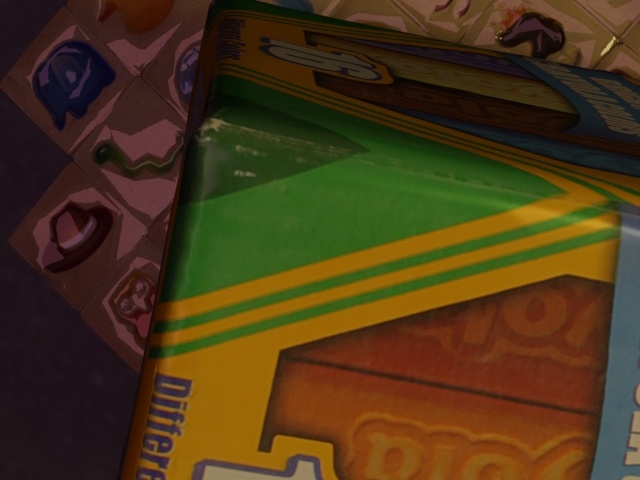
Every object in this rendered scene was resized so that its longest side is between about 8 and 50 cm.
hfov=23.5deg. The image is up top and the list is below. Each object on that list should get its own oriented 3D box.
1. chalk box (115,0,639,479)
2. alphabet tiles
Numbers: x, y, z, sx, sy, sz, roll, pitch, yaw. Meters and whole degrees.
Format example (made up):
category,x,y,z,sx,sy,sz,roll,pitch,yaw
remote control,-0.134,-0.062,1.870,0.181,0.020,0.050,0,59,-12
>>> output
category,x,y,z,sx,sy,sz,roll,pitch,yaw
chalk box,0.093,0.057,0.423,0.289,0.179,0.180,10,107,-5
alphabet tiles,0.004,-0.047,0.528,0.198,0.009,0.237,43,102,11
